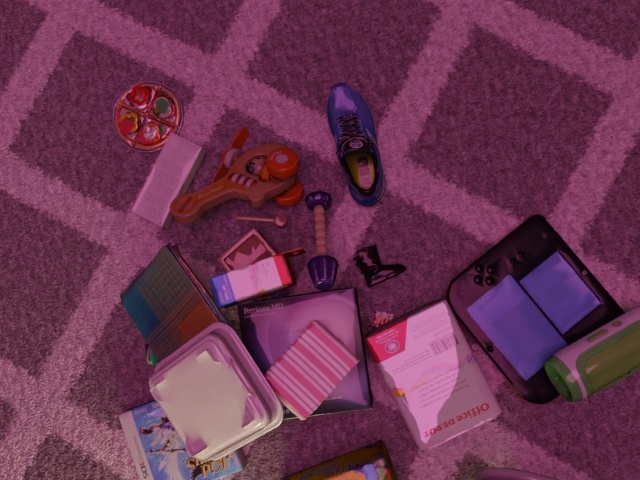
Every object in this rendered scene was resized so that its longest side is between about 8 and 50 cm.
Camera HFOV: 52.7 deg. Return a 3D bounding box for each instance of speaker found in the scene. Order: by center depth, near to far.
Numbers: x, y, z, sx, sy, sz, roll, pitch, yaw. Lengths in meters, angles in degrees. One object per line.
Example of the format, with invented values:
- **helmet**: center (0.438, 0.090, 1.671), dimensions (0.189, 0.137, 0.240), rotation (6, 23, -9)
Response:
- **speaker**: center (0.692, 0.266, 1.539), dimensions (0.296, 0.131, 0.131), rotation (-28, 84, -4)

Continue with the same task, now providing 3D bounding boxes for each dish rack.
- **dish rack**: center (-0.270, 0.378, 1.542), dimensions (0.332, 0.072, 0.286), rotation (-37, 84, 32)

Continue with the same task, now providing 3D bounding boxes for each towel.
- **towel**: center (-0.025, 0.302, 1.511), dimensions (0.144, 0.029, 0.197), rotation (43, 88, 6)
- **towel**: center (-0.334, 0.222, 1.597), dimensions (0.271, 0.040, 0.370), rotation (-41, 82, 34)

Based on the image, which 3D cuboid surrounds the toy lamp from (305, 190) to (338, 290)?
- **toy lamp**: center (0.000, 0.000, 1.622), dimensions (0.080, 0.080, 0.275), rotation (-9, 52, 4)

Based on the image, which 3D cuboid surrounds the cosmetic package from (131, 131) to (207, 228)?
- **cosmetic package**: center (-0.406, -0.160, 1.742), dimensions (0.098, 0.060, 0.239), rotation (27, 89, 8)

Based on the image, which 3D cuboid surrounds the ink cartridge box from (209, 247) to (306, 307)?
- **ink cartridge box**: center (-0.138, 0.092, 1.566), dimensions (0.231, 0.134, 0.078), rotation (-19, 84, 2)

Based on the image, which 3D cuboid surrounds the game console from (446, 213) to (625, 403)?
- **game console**: center (0.546, 0.177, 1.636), dimensions (0.342, 0.060, 0.387), rotation (-38, 84, 1)

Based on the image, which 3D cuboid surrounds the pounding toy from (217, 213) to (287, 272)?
- **pounding toy**: center (-0.162, 0.013, 1.692), dimensions (0.206, 0.094, 0.181), rotation (-41, 83, -1)

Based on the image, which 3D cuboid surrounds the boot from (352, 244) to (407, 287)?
- **boot**: center (0.153, 0.058, 1.688), dimensions (0.121, 0.045, 0.099), rotation (-23, 78, 1)

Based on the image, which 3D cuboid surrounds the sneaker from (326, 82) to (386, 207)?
- **sneaker**: center (0.097, -0.255, 1.663), dimensions (0.129, 0.147, 0.330), rotation (-17, 84, 3)

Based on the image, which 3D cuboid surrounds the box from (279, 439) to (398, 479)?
- **box**: center (0.071, 0.688, 1.579), dimensions (0.289, 0.177, 0.279), rotation (-22, 85, 3)

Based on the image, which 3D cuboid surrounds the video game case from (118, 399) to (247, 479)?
- **video game case**: center (-0.359, 0.520, 1.686), dimensions (0.269, 0.061, 0.244), rotation (-21, 85, 3)

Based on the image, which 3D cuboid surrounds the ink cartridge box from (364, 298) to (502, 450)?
- **ink cartridge box**: center (0.274, 0.327, 1.610), dimensions (0.226, 0.131, 0.306), rotation (-25, 87, 2)

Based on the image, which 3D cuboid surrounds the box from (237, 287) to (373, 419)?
- **box**: center (-0.035, 0.281, 1.618), dimensions (0.296, 0.183, 0.294), rotation (-9, 84, 4)

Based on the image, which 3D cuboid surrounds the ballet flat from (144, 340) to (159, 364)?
- **ballet flat**: center (-0.431, 0.235, 1.721), dimensions (0.070, 0.070, 0.189), rotation (20, 86, 6)

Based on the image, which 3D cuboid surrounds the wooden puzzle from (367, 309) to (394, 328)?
- **wooden puzzle**: center (0.164, 0.211, 1.692), dimensions (0.083, 0.006, 0.049), rotation (15, 87, 5)

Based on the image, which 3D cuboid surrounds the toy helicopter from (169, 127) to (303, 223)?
- **toy helicopter**: center (-0.231, -0.157, 1.675), dimensions (0.355, 0.140, 0.235), rotation (-28, 55, -15)

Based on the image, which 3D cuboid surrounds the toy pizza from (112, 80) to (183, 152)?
- **toy pizza**: center (-0.478, -0.343, 1.776), dimensions (0.201, 0.032, 0.201), rotation (0, 85, 5)

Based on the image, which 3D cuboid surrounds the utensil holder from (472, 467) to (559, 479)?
- **utensil holder**: center (0.478, 0.765, 1.468), dimensions (0.327, 0.327, 0.386), rotation (10, 89, 6)
